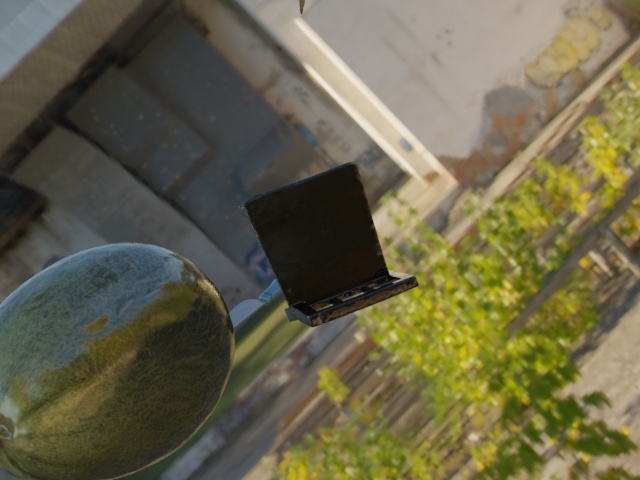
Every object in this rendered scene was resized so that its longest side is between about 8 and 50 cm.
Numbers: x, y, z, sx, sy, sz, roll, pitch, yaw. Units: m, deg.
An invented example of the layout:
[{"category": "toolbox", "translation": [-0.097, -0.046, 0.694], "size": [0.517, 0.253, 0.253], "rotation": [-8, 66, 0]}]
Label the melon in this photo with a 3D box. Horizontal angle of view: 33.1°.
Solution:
[{"category": "melon", "translation": [-0.238, 0.136, 1.190], "size": [0.248, 0.248, 0.329], "rotation": [-40, -6, 40]}]

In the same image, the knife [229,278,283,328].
[{"category": "knife", "translation": [-0.136, 0.133, 2.237], "size": [0.244, 0.058, 0.032], "rotation": [-33, -49, -46]}]

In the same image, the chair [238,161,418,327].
[{"category": "chair", "translation": [0.000, 0.000, 1.794], "size": [0.203, 0.240, 0.416], "rotation": [-20, -1, -7]}]

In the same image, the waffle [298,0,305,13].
[{"category": "waffle", "translation": [0.004, -0.475, 1.737], "size": [0.125, 0.191, 0.032], "rotation": [-13, -6, 21]}]
